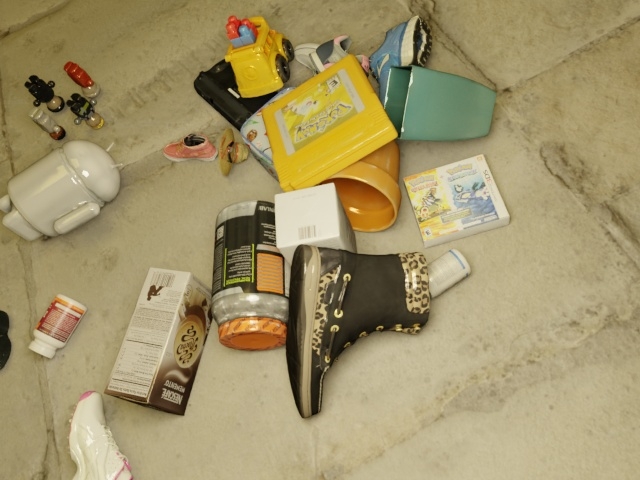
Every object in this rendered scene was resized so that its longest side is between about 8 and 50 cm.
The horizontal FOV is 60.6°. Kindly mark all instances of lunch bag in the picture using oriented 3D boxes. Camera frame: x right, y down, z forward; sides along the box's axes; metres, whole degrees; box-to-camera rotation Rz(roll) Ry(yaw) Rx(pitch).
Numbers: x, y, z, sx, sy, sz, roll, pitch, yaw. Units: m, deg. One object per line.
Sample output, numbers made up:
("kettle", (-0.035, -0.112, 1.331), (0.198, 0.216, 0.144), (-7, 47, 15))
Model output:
("lunch bag", (-0.050, -0.269, 1.468), (0.243, 0.115, 0.303), (-41, 60, -10))

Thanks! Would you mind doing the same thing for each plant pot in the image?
("plant pot", (0.290, -0.323, 1.332), (0.234, 0.165, 0.165), (5, 106, -12))
("plant pot", (0.108, -0.155, 1.323), (0.205, 0.205, 0.188), (10, 57, 20))

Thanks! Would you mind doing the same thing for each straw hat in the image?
("straw hat", (-0.234, -0.245, 1.529), (0.061, 0.144, 0.144), (4, 57, -28))

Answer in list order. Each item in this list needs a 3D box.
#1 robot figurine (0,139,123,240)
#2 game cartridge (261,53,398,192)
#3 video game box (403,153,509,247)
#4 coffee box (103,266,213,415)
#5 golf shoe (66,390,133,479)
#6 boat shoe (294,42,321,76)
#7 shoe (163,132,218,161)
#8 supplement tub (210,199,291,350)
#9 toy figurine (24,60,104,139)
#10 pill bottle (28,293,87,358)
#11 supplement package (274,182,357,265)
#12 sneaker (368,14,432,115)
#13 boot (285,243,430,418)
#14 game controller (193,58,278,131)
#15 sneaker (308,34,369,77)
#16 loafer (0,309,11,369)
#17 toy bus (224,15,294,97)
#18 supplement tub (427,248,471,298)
("robot figurine", (-0.717, -0.148, 1.539), (0.353, 0.200, 0.300), (-34, 62, -3))
("game cartridge", (0.005, -0.279, 1.297), (0.285, 0.052, 0.323), (-30, 44, 12))
("video game box", (0.322, -0.096, 1.315), (0.205, 0.048, 0.187), (-17, 58, 7))
("coffee box", (-0.356, 0.234, 1.267), (0.119, 0.168, 0.297), (5, 66, 18))
("golf shoe", (-0.483, 0.487, 1.220), (0.140, 0.115, 0.306), (-8, 68, 0))
("boat shoe", (0.009, -0.507, 1.585), (0.226, 0.083, 0.076), (22, 71, 23))
("shoe", (-0.387, -0.272, 1.578), (0.178, 0.081, 0.063), (6, 66, 18))
("supplement tub", (-0.154, 0.082, 1.272), (0.193, 0.193, 0.316), (-8, 62, 12))
("toy figurine", (-0.811, -0.436, 1.750), (0.213, 0.148, 0.209), (-20, 66, 2))
("pill bottle", (-0.678, 0.220, 1.409), (0.086, 0.086, 0.152), (18, 70, 23))
("supplement package", (0.000, 0.000, 1.241), (0.139, 0.244, 0.134), (-11, 61, 11))
("sneaker", (0.202, -0.445, 1.495), (0.147, 0.130, 0.330), (1, 69, 41))
("boot", (0.075, 0.188, 1.160), (0.284, 0.138, 0.377), (-2, 102, -17))
("game controller", (-0.245, -0.439, 1.645), (0.166, 0.067, 0.319), (-35, 60, -20))
("sneaker", (0.088, -0.420, 1.448), (0.131, 0.112, 0.319), (-34, 68, 11))
("loafer", (-0.866, 0.272, 1.458), (0.061, 0.062, 0.170), (-32, 54, 24))
("toy bus", (-0.185, -0.546, 1.532), (0.149, 0.211, 0.220), (-9, 50, 22))
("supplement tub", (0.275, 0.073, 1.228), (0.107, 0.071, 0.071), (-32, 60, -3))
